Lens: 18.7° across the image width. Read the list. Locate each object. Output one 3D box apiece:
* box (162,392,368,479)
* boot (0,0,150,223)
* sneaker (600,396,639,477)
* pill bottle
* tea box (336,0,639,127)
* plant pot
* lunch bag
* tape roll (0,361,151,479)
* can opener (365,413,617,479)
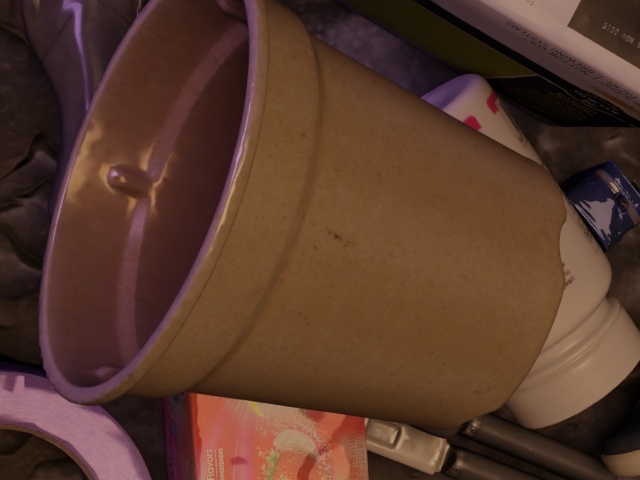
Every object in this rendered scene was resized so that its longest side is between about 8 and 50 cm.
[{"bbox_3d":[-0.055,0.086,1.641,0.154,0.142,0.300,-4,93,-14],"label":"box"},{"bbox_3d":[-0.240,-0.181,1.609,0.223,0.118,0.338,15,77,-12],"label":"boot"},{"bbox_3d":[0.369,0.072,1.770,0.350,0.131,0.148,-36,98,-19],"label":"sneaker"},{"bbox_3d":[0.150,0.013,1.684,0.160,0.160,0.283,-37,100,-11],"label":"pill bottle"},{"bbox_3d":[0.160,-0.259,1.592,0.329,0.323,0.220,29,85,-15],"label":"tea box"},{"bbox_3d":[0.000,0.000,1.438,0.305,0.334,0.334,20,87,-25],"label":"plant pot"},{"bbox_3d":[0.251,-0.032,1.741,0.065,0.098,0.067,-40,96,-13],"label":"lunch bag"},{"bbox_3d":[-0.276,0.240,1.617,0.275,0.090,0.275,-1,93,-15],"label":"tape roll"},{"bbox_3d":[0.141,0.187,1.730,0.280,0.093,0.074,24,85,-19],"label":"can opener"}]
